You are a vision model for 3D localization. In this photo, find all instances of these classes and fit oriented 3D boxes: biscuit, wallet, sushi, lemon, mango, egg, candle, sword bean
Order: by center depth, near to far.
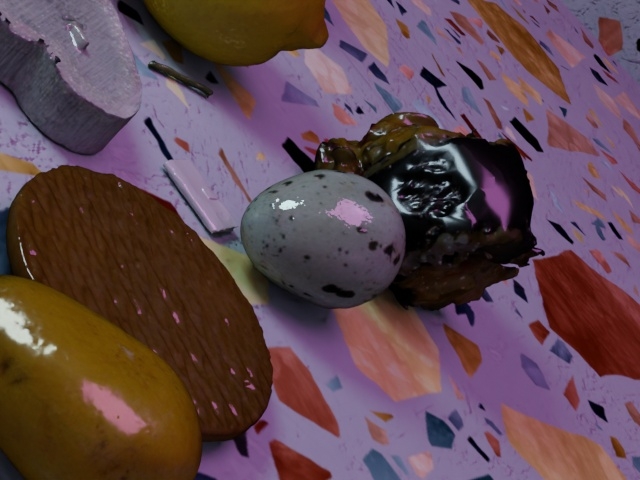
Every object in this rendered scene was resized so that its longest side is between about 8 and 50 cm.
[{"bbox_3d":[-0.163,0.102,0.988,0.195,0.098,0.137,46,26,11],"label":"mango"},{"bbox_3d":[-0.141,0.050,1.169,0.262,0.037,0.262,37,26,-22],"label":"biscuit"},{"bbox_3d":[-0.232,-0.173,1.316,0.192,0.068,0.168,47,27,-7],"label":"candle"},{"bbox_3d":[0.000,0.000,1.379,0.164,0.131,0.131,3,46,-29],"label":"egg"},{"bbox_3d":[-0.111,-0.040,1.385,0.083,0.011,0.044,53,24,13],"label":"wallet"},{"bbox_3d":[-0.142,-0.165,1.523,0.083,0.012,0.012,24,33,-39],"label":"sword bean"},{"bbox_3d":[0.112,-0.041,1.562,0.200,0.213,0.204,49,24,-66],"label":"sushi"},{"bbox_3d":[-0.093,-0.278,1.567,0.244,0.187,0.187,35,25,-4],"label":"lemon"}]
